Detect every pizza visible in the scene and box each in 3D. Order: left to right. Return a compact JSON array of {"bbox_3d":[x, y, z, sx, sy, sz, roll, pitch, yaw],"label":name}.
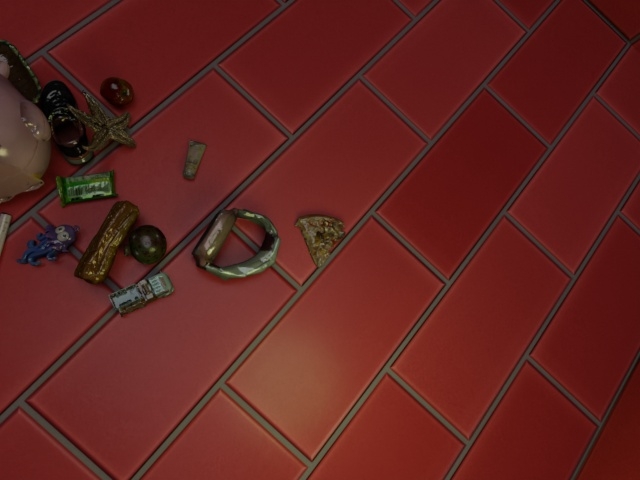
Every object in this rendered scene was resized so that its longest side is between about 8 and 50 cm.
[{"bbox_3d":[0.000,0.000,1.598,0.185,0.052,0.195,4,77,-10],"label":"pizza"}]

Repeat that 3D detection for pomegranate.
[{"bbox_3d":[-0.549,0.013,1.422,0.130,0.130,0.130,3,77,-13],"label":"pomegranate"}]

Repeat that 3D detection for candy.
[{"bbox_3d":[-0.751,-0.172,1.462,0.178,0.032,0.102,-12,77,-15],"label":"candy"}]

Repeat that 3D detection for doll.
[{"bbox_3d":[-0.831,0.015,1.386,0.206,0.067,0.110,-35,79,-8],"label":"doll"}]

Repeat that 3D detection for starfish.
[{"bbox_3d":[-0.696,-0.363,1.450,0.227,0.043,0.240,44,38,-29],"label":"starfish"}]

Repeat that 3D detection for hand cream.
[{"bbox_3d":[-0.437,-0.279,1.562,0.061,0.039,0.143,12,70,-9],"label":"hand cream"}]

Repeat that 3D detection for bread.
[{"bbox_3d":[-0.658,0.004,1.399,0.077,0.139,0.271,34,66,-36],"label":"bread"}]

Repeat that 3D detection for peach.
[{"bbox_3d":[-0.685,-0.501,1.523,0.101,0.101,0.101,3,77,-13],"label":"peach"}]

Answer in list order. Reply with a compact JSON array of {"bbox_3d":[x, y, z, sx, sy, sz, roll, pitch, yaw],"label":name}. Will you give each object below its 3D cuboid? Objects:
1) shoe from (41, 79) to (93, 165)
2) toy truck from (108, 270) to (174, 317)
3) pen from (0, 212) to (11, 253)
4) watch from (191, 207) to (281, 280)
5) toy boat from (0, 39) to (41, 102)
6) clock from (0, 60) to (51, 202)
[{"bbox_3d":[-0.821,-0.386,1.438,0.114,0.137,0.291,-23,83,-18],"label":"shoe"},{"bbox_3d":[-0.547,0.159,1.394,0.177,0.115,0.080,-26,85,-19],"label":"toy truck"},{"bbox_3d":[-0.977,0.046,1.357,0.033,0.033,0.269,9,76,-12],"label":"pen"},{"bbox_3d":[-0.264,0.019,1.491,0.241,0.162,0.253,34,74,-18],"label":"watch"},{"bbox_3d":[-0.972,-0.521,1.455,0.108,0.099,0.293,-37,81,-17],"label":"toy boat"},{"bbox_3d":[-0.988,-0.326,1.298,0.368,0.250,0.377,-24,79,-1],"label":"clock"}]
